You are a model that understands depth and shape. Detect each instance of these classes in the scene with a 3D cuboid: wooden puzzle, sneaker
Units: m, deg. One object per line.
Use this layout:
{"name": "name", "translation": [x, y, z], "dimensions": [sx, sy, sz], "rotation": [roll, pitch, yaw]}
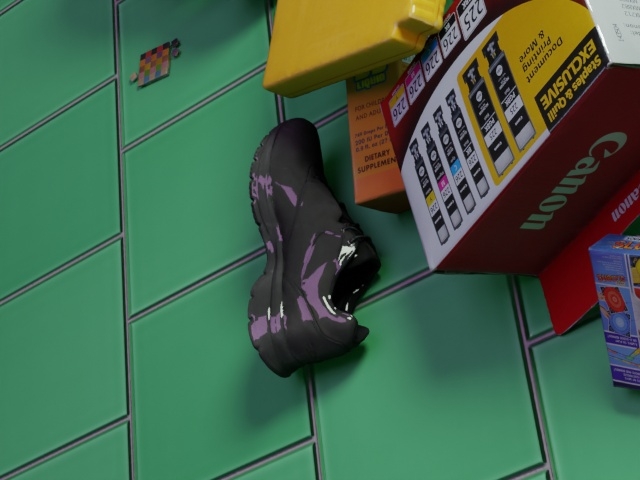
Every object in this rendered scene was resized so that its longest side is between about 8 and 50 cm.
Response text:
{"name": "wooden puzzle", "translation": [-0.210, -0.223, 2.036], "dimensions": [0.083, 0.006, 0.049], "rotation": [-19, 55, 33]}
{"name": "sneaker", "translation": [0.000, 0.000, 1.671], "dimensions": [0.130, 0.109, 0.286], "rotation": [-14, 65, 25]}

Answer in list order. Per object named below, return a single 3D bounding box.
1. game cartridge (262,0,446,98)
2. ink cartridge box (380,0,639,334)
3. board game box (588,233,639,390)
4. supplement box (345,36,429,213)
{"name": "game cartridge", "translation": [0.053, -0.319, 1.597], "dimensions": [0.285, 0.052, 0.324], "rotation": [-10, 67, 60]}
{"name": "ink cartridge box", "translation": [0.203, -0.105, 1.417], "dimensions": [0.309, 0.130, 0.272], "rotation": [-54, 42, 46]}
{"name": "board game box", "translation": [0.322, 0.071, 1.316], "dimensions": [0.201, 0.136, 0.035], "rotation": [8, 30, 43]}
{"name": "supplement box", "translation": [0.075, -0.151, 1.651], "dimensions": [0.078, 0.080, 0.233], "rotation": [-16, 71, 39]}
